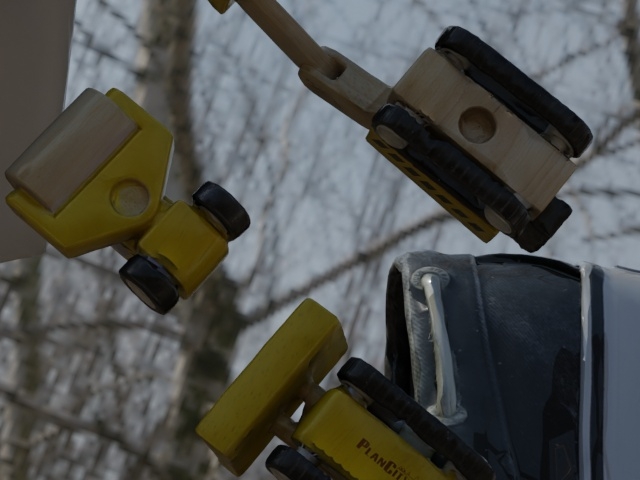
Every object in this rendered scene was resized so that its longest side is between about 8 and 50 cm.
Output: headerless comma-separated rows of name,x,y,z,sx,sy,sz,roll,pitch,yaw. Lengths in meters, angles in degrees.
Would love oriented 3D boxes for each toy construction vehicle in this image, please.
toy construction vehicle,0.000,0.000,0.332,0.098,0.086,0.035,37,-15,4

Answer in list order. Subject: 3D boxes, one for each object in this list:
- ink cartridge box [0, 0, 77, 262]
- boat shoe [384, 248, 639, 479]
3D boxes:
ink cartridge box,-0.211,-0.156,0.486,0.166,0.285,0.395,50,-39,36
boat shoe,0.039,0.121,0.484,0.105,0.306,0.113,11,-37,-2
